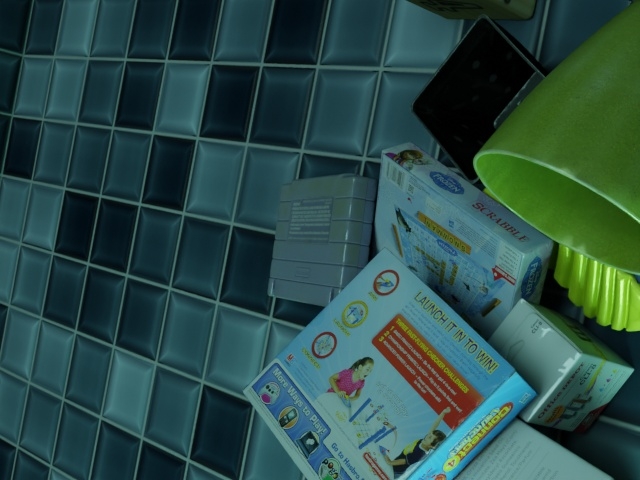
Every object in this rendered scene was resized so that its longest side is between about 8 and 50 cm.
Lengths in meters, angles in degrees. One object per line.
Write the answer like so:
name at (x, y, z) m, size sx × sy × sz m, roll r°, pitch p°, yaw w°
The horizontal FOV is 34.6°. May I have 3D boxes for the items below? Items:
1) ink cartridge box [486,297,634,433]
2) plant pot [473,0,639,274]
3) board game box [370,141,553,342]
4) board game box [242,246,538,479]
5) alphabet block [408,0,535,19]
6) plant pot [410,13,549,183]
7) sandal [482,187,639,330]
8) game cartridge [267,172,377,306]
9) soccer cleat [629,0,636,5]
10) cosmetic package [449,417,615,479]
ink cartridge box at (0.327, 0.180, 1.455) m, size 0.128 × 0.176 × 0.127 m, roll -56°, pitch 49°, yaw 13°
plant pot at (0.384, -0.151, 1.288) m, size 0.275 × 0.275 × 0.293 m, roll 25°, pitch 78°, yaw 44°
board game box at (0.200, 0.058, 1.595) m, size 0.319 × 0.066 × 0.317 m, roll 42°, pitch 140°, yaw 40°
board game box at (0.086, 0.211, 1.429) m, size 0.302 × 0.086 × 0.308 m, roll -45°, pitch 46°, yaw 1°
alphabet block at (0.229, -0.471, 1.654) m, size 0.193 × 0.197 × 0.192 m, roll 16°, pitch 95°, yaw 45°
plant pot at (0.288, -0.200, 1.572) m, size 0.187 × 0.167 × 0.188 m, roll -52°, pitch 51°, yaw 26°
sandal at (0.379, 0.001, 1.480) m, size 0.317 × 0.138 × 0.126 m, roll 46°, pitch 147°, yaw 31°
game cartridge at (0.000, 0.000, 1.817) m, size 0.355 × 0.068 × 0.230 m, roll -177°, pitch 99°, yaw -68°
soccer cleat at (0.523, -0.268, 1.407) m, size 0.116 × 0.109 × 0.318 m, roll -33°, pitch 63°, yaw 23°
cosmetic package at (0.223, 0.331, 1.481) m, size 0.453 × 0.230 × 0.161 m, roll 29°, pitch 76°, yaw 42°
